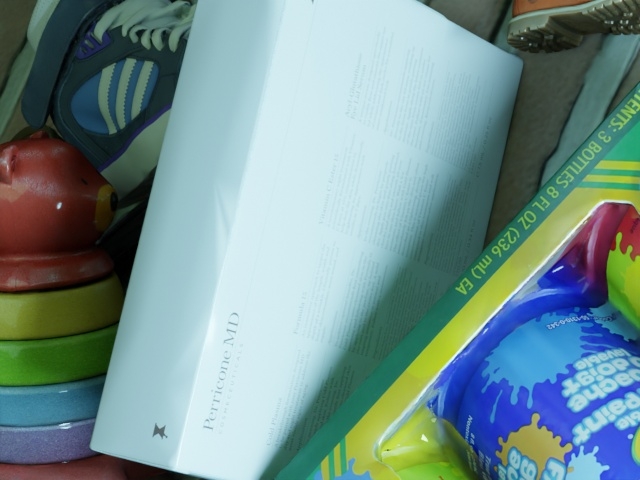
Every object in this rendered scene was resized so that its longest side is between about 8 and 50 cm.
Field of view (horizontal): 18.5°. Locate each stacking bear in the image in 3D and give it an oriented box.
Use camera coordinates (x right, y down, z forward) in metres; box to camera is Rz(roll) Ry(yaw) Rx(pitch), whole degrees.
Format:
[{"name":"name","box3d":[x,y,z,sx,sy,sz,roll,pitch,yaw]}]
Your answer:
[{"name":"stacking bear","box3d":[-0.220,0.059,1.590,0.164,0.175,0.289,0,101,17]}]

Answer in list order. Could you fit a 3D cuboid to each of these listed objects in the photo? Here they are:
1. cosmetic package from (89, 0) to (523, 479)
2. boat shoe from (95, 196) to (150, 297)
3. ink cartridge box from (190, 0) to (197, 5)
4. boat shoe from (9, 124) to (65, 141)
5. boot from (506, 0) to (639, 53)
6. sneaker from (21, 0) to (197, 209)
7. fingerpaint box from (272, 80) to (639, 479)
[{"name":"cosmetic package","box3d":[0.000,0.000,1.447,0.097,0.284,0.377,8,81,39]},{"name":"boat shoe","box3d":[-0.090,-0.020,1.638,0.301,0.102,0.108,-30,60,28]},{"name":"ink cartridge box","box3d":[-0.074,-0.266,1.725,0.109,0.063,0.150,-41,57,22]},{"name":"boat shoe","box3d":[-0.251,0.049,1.750,0.109,0.098,0.302,-9,73,50]},{"name":"boot","box3d":[0.213,-0.198,1.489,0.158,0.059,0.084,-5,69,38]},{"name":"sneaker","box3d":[-0.144,-0.179,1.633,0.323,0.130,0.236,-32,81,54]},{"name":"fingerpaint box","box3d":[0.207,0.159,1.237,0.445,0.163,0.371,-47,43,5]}]
